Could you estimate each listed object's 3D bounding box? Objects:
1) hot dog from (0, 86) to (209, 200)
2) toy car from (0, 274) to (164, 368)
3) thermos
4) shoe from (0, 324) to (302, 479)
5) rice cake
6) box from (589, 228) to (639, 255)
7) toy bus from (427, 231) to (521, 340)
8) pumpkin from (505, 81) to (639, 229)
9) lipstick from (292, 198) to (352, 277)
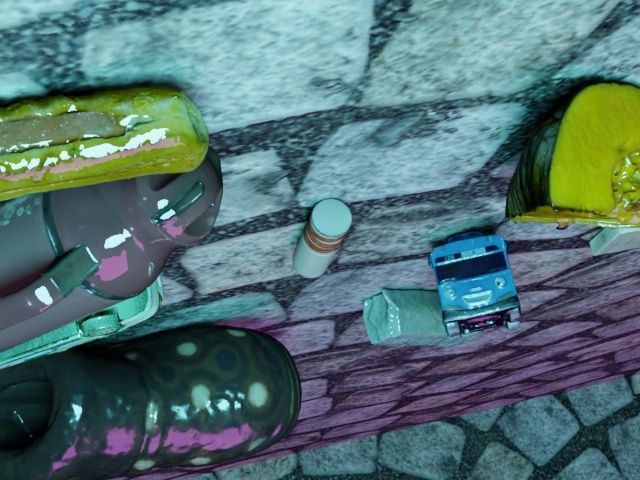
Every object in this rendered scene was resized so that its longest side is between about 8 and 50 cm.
[{"bbox_3d":[-0.213,-0.050,0.720,0.286,0.061,0.088,-9,163,-10],"label":"hot dog"},{"bbox_3d":[-0.242,0.056,1.004,0.224,0.090,0.076,-19,169,17],"label":"toy car"},{"bbox_3d":[-0.217,0.015,0.840,0.330,0.109,0.136,-23,170,28],"label":"thermos"},{"bbox_3d":[-0.228,0.186,1.300,0.384,0.171,0.237,-10,169,15],"label":"shoe"},{"bbox_3d":[0.135,0.103,1.492,0.063,0.069,0.206,-27,160,39],"label":"rice cake"},{"bbox_3d":[0.423,-0.018,1.394,0.167,0.024,0.090,-10,163,-10],"label":"box"},{"bbox_3d":[0.174,0.053,1.289,0.090,0.106,0.184,-11,169,6],"label":"toy bus"},{"bbox_3d":[0.214,-0.064,0.979,0.278,0.111,0.163,1,174,-44],"label":"pumpkin"},{"bbox_3d":[0.000,0.000,1.095,0.038,0.038,0.130,-9,163,-13],"label":"lipstick"}]
